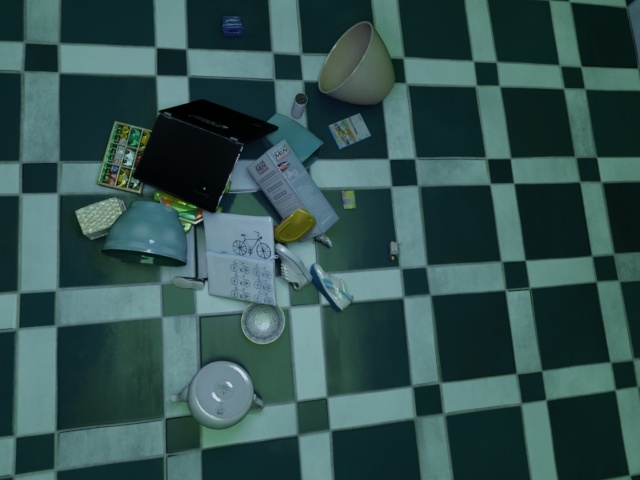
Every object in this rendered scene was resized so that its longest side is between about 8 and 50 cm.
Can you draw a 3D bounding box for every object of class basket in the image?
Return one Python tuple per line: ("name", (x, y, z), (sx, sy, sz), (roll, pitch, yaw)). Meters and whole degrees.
("basket", (-0.822, -0.086, 1.644), (0.167, 0.103, 0.114), (-22, 87, -15))

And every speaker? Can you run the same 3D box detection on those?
("speaker", (-0.092, -0.575, 1.856), (0.055, 0.136, 0.055), (2, 81, -11))

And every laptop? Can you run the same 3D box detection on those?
("laptop", (-0.438, -0.349, 1.683), (0.381, 0.237, 0.408), (23, 34, 14))

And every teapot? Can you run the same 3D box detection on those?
("teapot", (-0.370, 0.582, 1.593), (0.252, 0.187, 0.256), (-29, 69, -41))

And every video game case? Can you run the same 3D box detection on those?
("video game case", (0.131, -0.491, 1.951), (0.166, 0.015, 0.119), (-25, 87, -15))

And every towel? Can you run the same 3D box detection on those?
("towel", (0.125, -0.180, 1.902), (0.060, 0.009, 0.084), (-6, 83, -13))

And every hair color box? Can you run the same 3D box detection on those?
("hair color box", (-0.110, -0.188, 1.717), (0.113, 0.185, 0.375), (-44, 104, -35))

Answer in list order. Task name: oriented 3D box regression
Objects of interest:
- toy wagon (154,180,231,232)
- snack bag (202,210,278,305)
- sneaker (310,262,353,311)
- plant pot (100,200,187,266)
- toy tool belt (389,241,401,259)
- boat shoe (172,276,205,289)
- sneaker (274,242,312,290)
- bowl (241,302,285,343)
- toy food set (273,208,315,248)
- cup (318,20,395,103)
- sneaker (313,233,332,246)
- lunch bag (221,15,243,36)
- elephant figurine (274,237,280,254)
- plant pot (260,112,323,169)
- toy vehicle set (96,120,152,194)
("toy wagon", (-0.522, -0.164, 1.736), (0.266, 0.068, 0.345), (17, 78, -8))
("snack bag", (-0.303, 0.061, 1.613), (0.322, 0.037, 0.343), (7, 106, 25))
("sneaker", (0.043, 0.182, 1.794), (0.092, 0.087, 0.229), (-39, 97, -22))
("plant pot", (-0.622, -0.028, 1.584), (0.292, 0.293, 0.197), (9, 76, -10))
("toy tool belt", (0.329, 0.045, 1.886), (0.051, 0.052, 0.084), (0, 81, -3))
("boat shoe", (-0.516, 0.160, 1.700), (0.125, 0.038, 0.046), (7, 121, -5))
("sneaker", (-0.115, 0.114, 1.702), (0.091, 0.094, 0.258), (-50, 134, -15))
("bowl", (-0.228, 0.319, 1.711), (0.169, 0.080, 0.170), (2, 80, -11))
("toy food set", (-0.117, -0.058, 1.650), (0.128, 0.217, 0.071), (20, 41, -43))
("cup", (0.184, -0.724, 1.873), (0.236, 0.331, 0.332), (25, 75, -33))
("sneaker", (0.000, 0.000, 1.835), (0.069, 0.038, 0.098), (-33, 79, -13))
("lunch bag", (-0.381, -0.929, 1.891), (0.098, 0.067, 0.065), (-8, 83, -14))
("elephant figurine", (-0.241, 0.042, 1.707), (0.186, 0.169, 0.239), (-44, 98, -24))
("plant pot", (-0.134, -0.403, 1.811), (0.234, 0.165, 0.165), (45, 75, 3))
("toy vehicle set", (-0.767, -0.328, 1.729), (0.165, 0.035, 0.267), (12, 79, -9))
